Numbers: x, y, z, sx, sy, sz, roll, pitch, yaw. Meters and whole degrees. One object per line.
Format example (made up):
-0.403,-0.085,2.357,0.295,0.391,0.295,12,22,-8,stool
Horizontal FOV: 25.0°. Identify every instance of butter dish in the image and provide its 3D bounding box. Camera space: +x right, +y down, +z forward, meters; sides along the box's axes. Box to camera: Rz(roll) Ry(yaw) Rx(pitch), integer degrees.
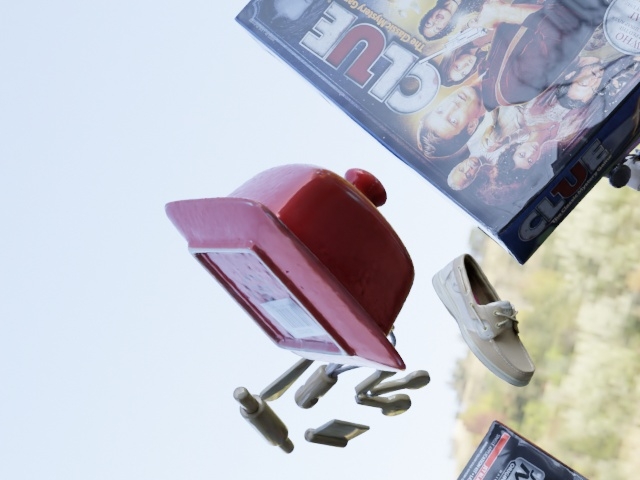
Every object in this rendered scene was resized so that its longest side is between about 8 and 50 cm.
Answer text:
0.000,0.000,0.972,0.118,0.160,0.160,-48,-69,-21,butter dish

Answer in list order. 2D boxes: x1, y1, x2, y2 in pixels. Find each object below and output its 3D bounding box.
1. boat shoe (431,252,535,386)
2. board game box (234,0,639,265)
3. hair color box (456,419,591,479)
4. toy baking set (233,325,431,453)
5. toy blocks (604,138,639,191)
0.191,0.086,1.625,0.063,0.170,0.059,-5,-38,-50,boat shoe
0.082,-0.120,0.822,0.165,0.243,0.042,-48,-35,1,board game box
0.147,0.176,0.867,0.072,0.141,0.043,-57,-32,-5,hair color box
0.007,0.152,1.522,0.256,0.197,0.030,51,-164,-55,toy baking set
0.423,-0.111,1.227,0.288,0.309,0.260,11,-73,-34,toy blocks
